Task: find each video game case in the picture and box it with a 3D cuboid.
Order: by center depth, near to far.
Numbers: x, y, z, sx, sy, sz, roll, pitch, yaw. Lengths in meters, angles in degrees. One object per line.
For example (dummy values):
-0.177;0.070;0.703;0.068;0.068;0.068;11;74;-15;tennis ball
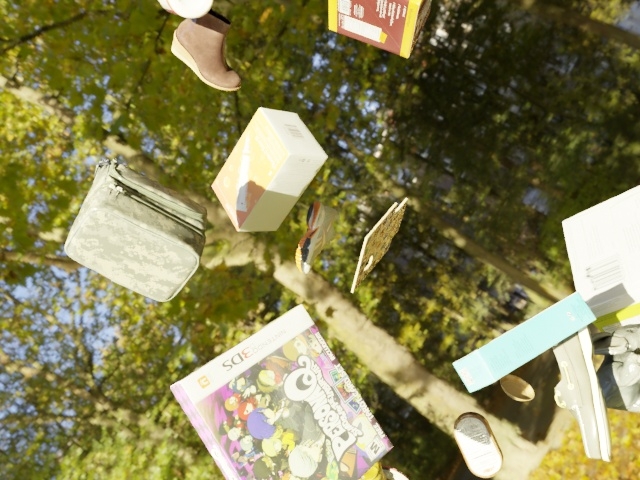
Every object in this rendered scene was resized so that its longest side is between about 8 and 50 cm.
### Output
-0.042;0.226;0.836;0.210;0.232;0.042;-29;-6;-39;video game case

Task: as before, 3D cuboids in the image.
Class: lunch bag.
-0.432;-0.042;1.595;0.212;0.305;0.256;-49;25;32;lunch bag

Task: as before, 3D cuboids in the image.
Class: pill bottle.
-0.368;-0.659;1.750;0.121;0.221;0.121;-10;-65;-22;pill bottle

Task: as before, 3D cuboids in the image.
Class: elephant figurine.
0.706;0.273;1.527;0.239;0.186;0.169;-79;-2;-54;elephant figurine

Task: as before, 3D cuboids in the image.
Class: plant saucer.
0.453;0.345;1.526;0.083;0.083;0.015;-33;-33;-56;plant saucer

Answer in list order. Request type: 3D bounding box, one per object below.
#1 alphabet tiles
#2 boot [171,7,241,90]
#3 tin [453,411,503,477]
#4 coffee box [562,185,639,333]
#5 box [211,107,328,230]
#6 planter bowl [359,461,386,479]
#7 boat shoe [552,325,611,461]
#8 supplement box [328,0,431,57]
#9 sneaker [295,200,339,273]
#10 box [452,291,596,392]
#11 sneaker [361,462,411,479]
0.153;-0.003;1.651;0.237;0.009;0.198;-47;-22;-40;alphabet tiles
-0.310;-0.568;1.952;0.207;0.249;0.090;-38;28;48;boot
0.453;0.589;1.897;0.106;0.189;0.040;-27;-9;17;tin
0.899;0.084;1.740;0.338;0.334;0.337;-31;34;34;coffee box
-0.170;-0.220;2.122;0.168;0.215;0.345;-2;-41;-45;box
0.057;0.472;1.331;0.217;0.217;0.090;-34;-29;-55;planter bowl
0.520;0.291;1.334;0.109;0.091;0.304;38;-136;-56;boat shoe
0.131;-0.520;1.391;0.191;0.194;0.129;87;-153;-73;supplement box
0.000;0.000;2.345;0.121;0.099;0.262;14;-83;-27;sneaker
0.360;0.178;1.160;0.244;0.060;0.100;-24;-15;-22;box
0.128;0.614;1.632;0.121;0.299;0.112;-37;18;38;sneaker
